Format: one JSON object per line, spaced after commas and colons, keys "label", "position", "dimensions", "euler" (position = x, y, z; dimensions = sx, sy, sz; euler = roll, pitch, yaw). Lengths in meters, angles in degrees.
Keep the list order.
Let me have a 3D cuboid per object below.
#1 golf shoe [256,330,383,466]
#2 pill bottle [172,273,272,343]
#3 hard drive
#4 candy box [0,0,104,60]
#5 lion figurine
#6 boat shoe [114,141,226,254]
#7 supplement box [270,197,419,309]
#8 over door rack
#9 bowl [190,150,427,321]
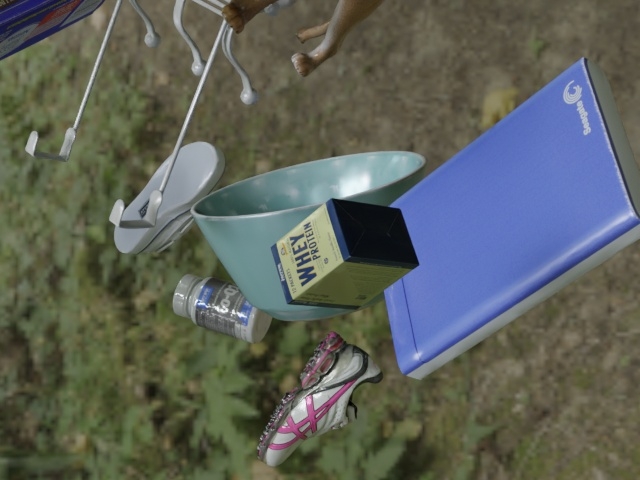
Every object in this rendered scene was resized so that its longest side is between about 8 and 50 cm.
{"label": "golf shoe", "position": [-0.004, 0.194, 1.501], "dimensions": [0.186, 0.086, 0.067], "euler": [-55, 3, 24]}
{"label": "pill bottle", "position": [-0.146, 0.099, 1.991], "dimensions": [0.137, 0.078, 0.078], "euler": [16, 107, 18]}
{"label": "hard drive", "position": [0.188, -0.019, 1.392], "dimensions": [0.318, 0.040, 0.210], "euler": [-38, 45, 34]}
{"label": "candy box", "position": [-0.362, -0.321, 1.230], "dimensions": [0.122, 0.268, 0.317], "euler": [-36, 95, 38]}
{"label": "lion figurine", "position": [0.007, -0.320, 1.507], "dimensions": [0.240, 0.392, 0.142], "euler": [-33, 82, 12]}
{"label": "boat shoe", "position": [-0.216, -0.063, 2.042], "dimensions": [0.258, 0.084, 0.095], "euler": [-36, 59, 37]}
{"label": "supplement box", "position": [0.020, 0.013, 1.109], "dimensions": [0.083, 0.083, 0.056], "euler": [-38, 58, 38]}
{"label": "over door rack", "position": [-0.199, -0.190, 1.632], "dimensions": [0.239, 0.108, 0.324], "euler": [33, 95, 43]}
{"label": "bowl", "position": [0.000, 0.000, 1.729], "dimensions": [0.311, 0.311, 0.163], "euler": [17, 122, 63]}
